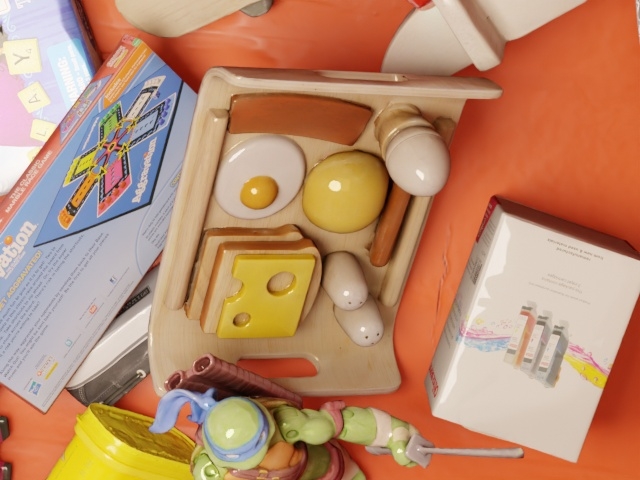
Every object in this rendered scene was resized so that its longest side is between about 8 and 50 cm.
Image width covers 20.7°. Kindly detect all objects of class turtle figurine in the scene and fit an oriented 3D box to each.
[{"bbox_3d":[-0.008,0.219,1.362,0.275,0.266,0.197,19,77,8],"label":"turtle figurine"}]

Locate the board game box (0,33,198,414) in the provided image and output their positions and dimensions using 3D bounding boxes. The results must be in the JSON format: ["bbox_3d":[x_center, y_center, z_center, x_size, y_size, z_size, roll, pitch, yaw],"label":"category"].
[{"bbox_3d":[-0.188,-0.011,1.396,0.281,0.027,0.145,-55,135,-10],"label":"board game box"}]

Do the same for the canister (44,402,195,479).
[{"bbox_3d":[-0.187,0.231,1.464,0.073,0.126,0.170,42,102,40],"label":"canister"}]

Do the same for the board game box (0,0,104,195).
[{"bbox_3d":[-0.356,-0.171,1.433,0.318,0.066,0.318,-19,98,3],"label":"board game box"}]

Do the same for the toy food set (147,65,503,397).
[{"bbox_3d":[0.000,0.000,1.356,0.220,0.092,0.306,0,126,-23],"label":"toy food set"}]

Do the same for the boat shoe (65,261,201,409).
[{"bbox_3d":[-0.118,0.068,1.464,0.228,0.080,0.076,-36,117,1],"label":"boat shoe"}]

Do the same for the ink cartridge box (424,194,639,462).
[{"bbox_3d":[0.173,0.071,1.431,0.127,0.128,0.176,19,99,-2],"label":"ink cartridge box"}]

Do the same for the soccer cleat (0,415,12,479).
[{"bbox_3d":[-0.342,0.130,1.443,0.143,0.116,0.331,-1,108,5],"label":"soccer cleat"}]

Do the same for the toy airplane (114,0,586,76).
[{"bbox_3d":[0.044,-0.304,1.339,0.386,0.272,0.384,3,136,-8],"label":"toy airplane"}]

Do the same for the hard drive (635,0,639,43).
[{"bbox_3d":[0.359,-0.100,1.442,0.172,0.054,0.254,-14,98,2],"label":"hard drive"}]
